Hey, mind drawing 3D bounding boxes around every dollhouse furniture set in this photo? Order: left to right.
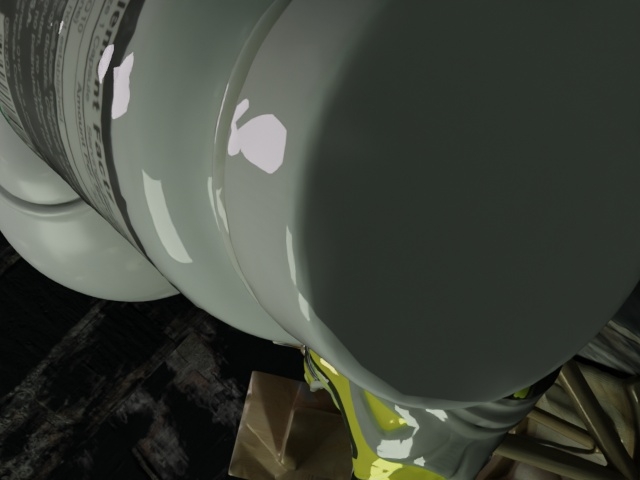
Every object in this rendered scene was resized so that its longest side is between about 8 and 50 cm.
[{"bbox_3d":[0.098,0.256,1.310,0.394,0.362,0.256,14,172,-3],"label":"dollhouse furniture set"}]

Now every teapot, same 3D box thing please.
[{"bbox_3d":[-0.160,-0.077,0.845,0.187,0.256,0.253,33,-142,-66],"label":"teapot"}]

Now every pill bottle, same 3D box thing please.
[{"bbox_3d":[-0.022,-0.075,0.530,0.204,0.204,0.361,48,171,-35],"label":"pill bottle"}]

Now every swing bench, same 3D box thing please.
[{"bbox_3d":[0.148,0.129,0.994,0.254,0.165,0.253,39,174,-14],"label":"swing bench"}]

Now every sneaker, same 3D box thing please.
[{"bbox_3d":[0.031,0.033,0.792,0.145,0.147,0.385,25,-161,-17],"label":"sneaker"}]
